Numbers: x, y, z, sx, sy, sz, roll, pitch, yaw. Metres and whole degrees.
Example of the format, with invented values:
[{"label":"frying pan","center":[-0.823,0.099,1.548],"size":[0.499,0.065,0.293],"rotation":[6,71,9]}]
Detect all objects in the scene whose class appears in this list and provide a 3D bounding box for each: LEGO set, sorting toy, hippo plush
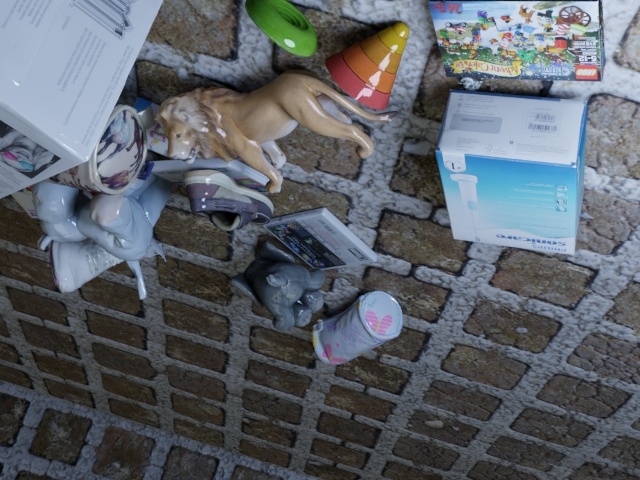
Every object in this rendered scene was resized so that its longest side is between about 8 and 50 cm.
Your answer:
[{"label":"LEGO set","center":[0.244,-0.239,1.546],"size":[0.083,0.023,0.054],"rotation":[22,151,-6]},{"label":"sorting toy","center":[-0.007,-0.345,1.463],"size":[0.366,0.127,0.126],"rotation":[33,119,-20]},{"label":"hippo plush","center":[-0.451,-0.075,2.009],"size":[0.237,0.234,0.294],"rotation":[10,142,16]}]

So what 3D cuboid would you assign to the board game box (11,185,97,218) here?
[{"label":"board game box","center":[-0.596,-0.152,2.125],"size":[0.242,0.064,0.316],"rotation":[5,149,21]}]

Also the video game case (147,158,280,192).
[{"label":"video game case","center":[-0.209,-0.126,1.938],"size":[0.201,0.023,0.183],"rotation":[-1,166,30]}]

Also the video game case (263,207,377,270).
[{"label":"video game case","center":[0.000,0.000,2.098],"size":[0.173,0.022,0.190],"rotation":[-11,141,40]}]

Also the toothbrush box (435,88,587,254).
[{"label":"toothbrush box","center":[0.318,-0.105,1.611],"size":[0.216,0.126,0.295],"rotation":[8,154,18]}]

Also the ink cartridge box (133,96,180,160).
[{"label":"ink cartridge box","center":[-0.304,-0.210,1.875],"size":[0.123,0.052,0.088],"rotation":[21,151,-8]}]

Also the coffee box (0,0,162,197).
[{"label":"coffee box","center":[-0.512,-0.311,1.523],"size":[0.338,0.337,0.334],"rotation":[37,147,-31]}]

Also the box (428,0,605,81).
[{"label":"box","center":[0.283,-0.298,1.403],"size":[0.233,0.044,0.159],"rotation":[5,148,22]}]

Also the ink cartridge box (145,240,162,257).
[{"label":"ink cartridge box","center":[-0.407,0.017,2.323],"size":[0.048,0.028,0.083],"rotation":[12,-170,11]}]

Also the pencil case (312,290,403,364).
[{"label":"pencil case","center":[0.083,0.207,2.315],"size":[0.124,0.113,0.273],"rotation":[60,146,3]}]

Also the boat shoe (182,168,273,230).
[{"label":"boat shoe","center":[-0.181,-0.064,1.929],"size":[0.103,0.092,0.285],"rotation":[0,167,22]}]

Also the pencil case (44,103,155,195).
[{"label":"pencil case","center":[-0.506,-0.196,1.825],"size":[0.410,0.183,0.159],"rotation":[13,128,29]}]

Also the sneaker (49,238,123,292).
[{"label":"sneaker","center":[-0.501,0.018,2.182],"size":[0.152,0.305,0.114],"rotation":[-5,113,10]}]

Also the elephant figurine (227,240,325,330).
[{"label":"elephant figurine","center":[-0.119,0.090,2.188],"size":[0.239,0.169,0.186],"rotation":[31,128,40]}]

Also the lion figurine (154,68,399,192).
[{"label":"lion figurine","center":[-0.084,-0.215,1.693],"size":[0.392,0.142,0.240],"rotation":[-23,125,31]}]
